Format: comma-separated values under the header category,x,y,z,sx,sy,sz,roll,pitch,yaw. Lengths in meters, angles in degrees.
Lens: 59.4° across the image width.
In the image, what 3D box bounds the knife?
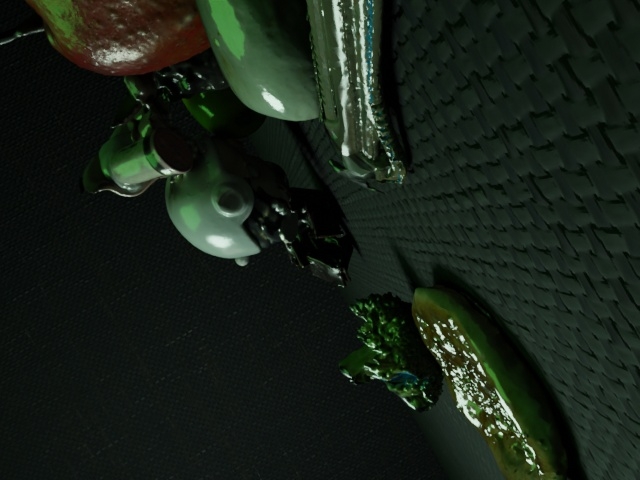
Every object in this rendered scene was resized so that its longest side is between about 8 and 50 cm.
category,x,y,z,sx,sy,sz,roll,pitch,yaw
knife,0.027,-0.140,0.381,0.089,0.043,0.365,23,162,15

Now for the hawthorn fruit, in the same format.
category,x,y,z,sx,sy,sz,roll,pitch,yaw
hawthorn fruit,-0.230,-0.288,0.585,0.254,0.300,0.254,58,179,2

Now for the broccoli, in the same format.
category,x,y,z,sx,sy,sz,roll,pitch,yaw
broccoli,0.100,0.165,0.811,0.167,0.160,0.154,47,-162,-24

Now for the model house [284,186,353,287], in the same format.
category,x,y,z,sx,sy,sz,roll,pitch,yaw
model house,-0.010,0.000,1.162,0.203,0.141,0.164,68,-179,-50

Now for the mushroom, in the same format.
category,x,y,z,sx,sy,sz,roll,pitch,yaw
mushroom,-0.060,-0.221,0.455,0.118,0.103,0.270,-99,-10,-55

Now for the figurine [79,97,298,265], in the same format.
category,x,y,z,sx,sy,sz,roll,pitch,yaw
figurine,-0.220,-0.106,1.029,0.361,0.211,0.253,28,-149,-37

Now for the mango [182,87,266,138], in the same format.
category,x,y,z,sx,sy,sz,roll,pitch,yaw
mango,-0.220,-0.349,1.094,0.343,0.156,0.192,62,166,10

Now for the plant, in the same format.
category,x,y,z,sx,sy,sz,roll,pitch,yaw
plant,-0.226,-0.303,0.855,0.178,0.234,0.204,-122,21,-63

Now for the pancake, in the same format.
category,x,y,z,sx,sy,sz,roll,pitch,yaw
pancake,0.181,0.163,0.628,0.282,0.049,0.282,60,173,12
